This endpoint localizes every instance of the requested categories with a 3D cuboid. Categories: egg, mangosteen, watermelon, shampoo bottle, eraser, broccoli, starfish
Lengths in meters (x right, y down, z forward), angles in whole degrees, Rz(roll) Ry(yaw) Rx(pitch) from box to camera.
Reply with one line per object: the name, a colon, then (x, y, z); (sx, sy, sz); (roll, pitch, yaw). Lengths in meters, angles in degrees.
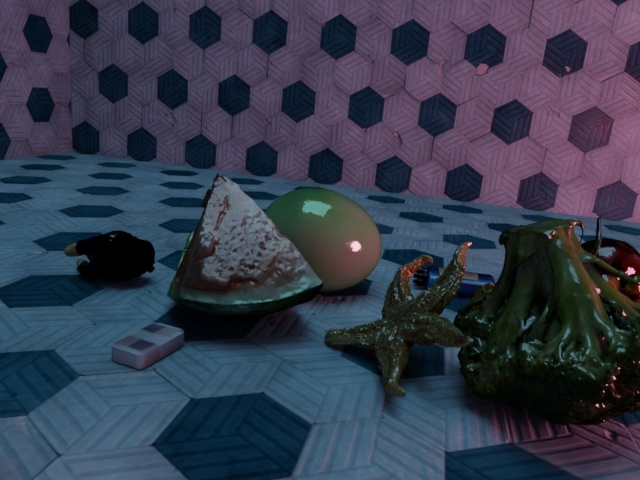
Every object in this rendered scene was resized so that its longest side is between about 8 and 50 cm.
egg: (0.000, 0.000, 1.154); (0.270, 0.220, 0.220); (13, 13, -10)
mangosteen: (0.638, 0.090, 1.195); (0.200, 0.199, 0.200); (5, 15, -1)
watermelon: (-0.192, 0.049, 0.997); (0.222, 0.319, 0.292); (-36, -7, -26)
shampoo bottle: (0.305, 0.094, 1.246); (0.183, 0.050, 0.087); (7, 17, 6)
eraser: (-0.265, 0.161, 0.830); (0.065, 0.026, 0.105); (8, 15, 21)
broccoli: (0.350, 0.112, 0.756); (0.304, 0.283, 0.321); (-13, 3, -24)
starfish: (0.145, 0.128, 0.846); (0.299, 0.060, 0.302); (-32, 21, 8)

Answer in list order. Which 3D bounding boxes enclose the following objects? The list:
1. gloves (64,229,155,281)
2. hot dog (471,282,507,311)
gloves: (-0.446, 0.043, 1.123); (0.181, 0.106, 0.129); (-19, -2, 32)
hot dog: (0.362, 0.148, 1.029); (0.115, 0.072, 0.269); (-4, 16, -5)
